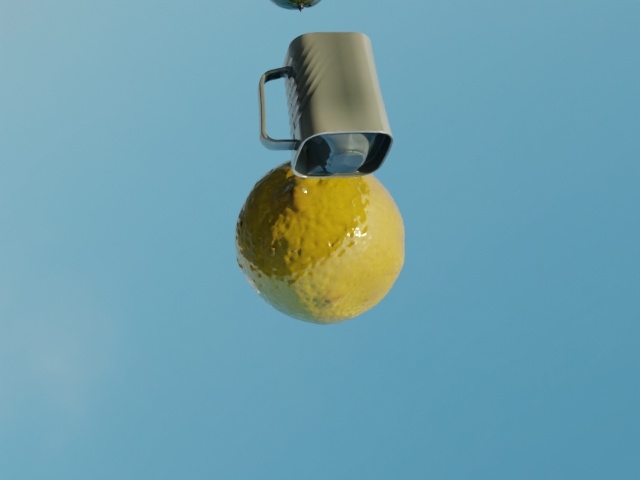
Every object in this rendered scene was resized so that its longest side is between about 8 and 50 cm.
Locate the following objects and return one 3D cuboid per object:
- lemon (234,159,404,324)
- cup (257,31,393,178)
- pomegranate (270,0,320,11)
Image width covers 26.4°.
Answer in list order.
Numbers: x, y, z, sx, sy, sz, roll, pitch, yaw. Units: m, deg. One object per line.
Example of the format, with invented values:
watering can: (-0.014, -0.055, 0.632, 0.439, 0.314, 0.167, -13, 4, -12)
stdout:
lemon: (-0.001, 0.000, 2.502, 0.336, 0.336, 0.336, -27, -149, 18)
cup: (-0.002, -0.133, 1.372, 0.128, 0.095, 0.129, -3, -116, -12)
pomegranate: (-0.039, -0.463, 2.312, 0.122, 0.122, 0.161, -10, -115, 40)
